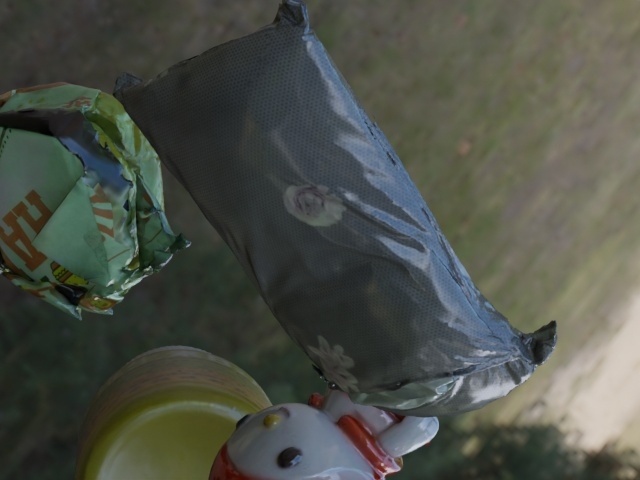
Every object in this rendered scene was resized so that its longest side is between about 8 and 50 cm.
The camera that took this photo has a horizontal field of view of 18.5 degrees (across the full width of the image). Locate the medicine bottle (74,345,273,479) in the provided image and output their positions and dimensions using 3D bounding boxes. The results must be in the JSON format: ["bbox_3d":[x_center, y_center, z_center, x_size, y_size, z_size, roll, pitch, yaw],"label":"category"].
[{"bbox_3d":[-0.149,0.231,2.113,0.224,0.224,0.384,-51,-172,0],"label":"medicine bottle"}]

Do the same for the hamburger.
[{"bbox_3d":[-0.206,-0.033,1.738,0.125,0.235,0.214,-50,131,-49],"label":"hamburger"}]

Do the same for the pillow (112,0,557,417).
[{"bbox_3d":[0.000,0.000,1.020,0.169,0.255,0.059,-12,-147,47],"label":"pillow"}]

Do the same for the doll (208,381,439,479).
[{"bbox_3d":[-0.017,0.190,1.423,0.290,0.161,0.130,-49,122,-7],"label":"doll"}]
